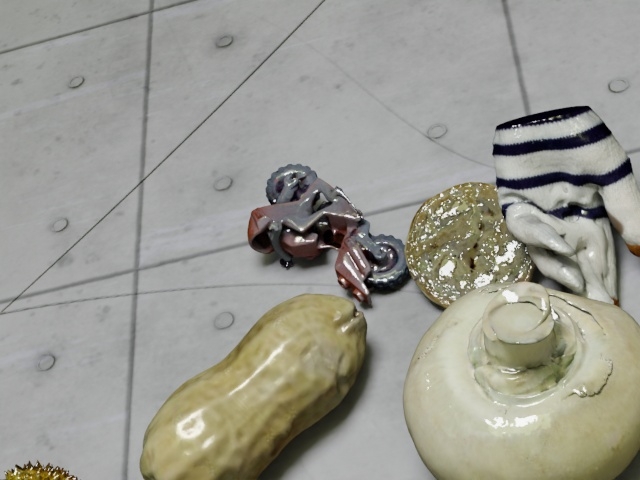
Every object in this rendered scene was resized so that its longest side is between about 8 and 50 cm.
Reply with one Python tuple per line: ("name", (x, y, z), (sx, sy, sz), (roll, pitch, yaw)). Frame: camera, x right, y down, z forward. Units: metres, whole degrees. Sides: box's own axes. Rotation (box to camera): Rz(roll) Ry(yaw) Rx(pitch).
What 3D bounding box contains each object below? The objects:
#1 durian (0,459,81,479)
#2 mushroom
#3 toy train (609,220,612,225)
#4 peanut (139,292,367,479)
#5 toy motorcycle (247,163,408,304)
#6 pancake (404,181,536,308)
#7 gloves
("durian", (-0.284, 0.302, 1.434), (0.158, 0.137, 0.168), (18, 43, 11))
("mushroom", (0.197, 0.130, 1.341), (0.246, 0.202, 0.246), (-6, 42, 5))
("toy train", (0.276, -0.043, 1.567), (0.122, 0.050, 0.081), (-18, 58, 10))
("peanut", (-0.065, 0.163, 1.472), (0.290, 0.130, 0.130), (-39, 48, -18))
("toy motorcycle", (0.000, 0.000, 1.619), (0.118, 0.084, 0.212), (-41, 60, -17))
("pancake", (0.166, 0.009, 1.551), (0.158, 0.028, 0.158), (-7, 67, 17))
("gloves", (0.259, -0.024, 1.478), (0.140, 0.218, 0.131), (-18, 10, -26))
